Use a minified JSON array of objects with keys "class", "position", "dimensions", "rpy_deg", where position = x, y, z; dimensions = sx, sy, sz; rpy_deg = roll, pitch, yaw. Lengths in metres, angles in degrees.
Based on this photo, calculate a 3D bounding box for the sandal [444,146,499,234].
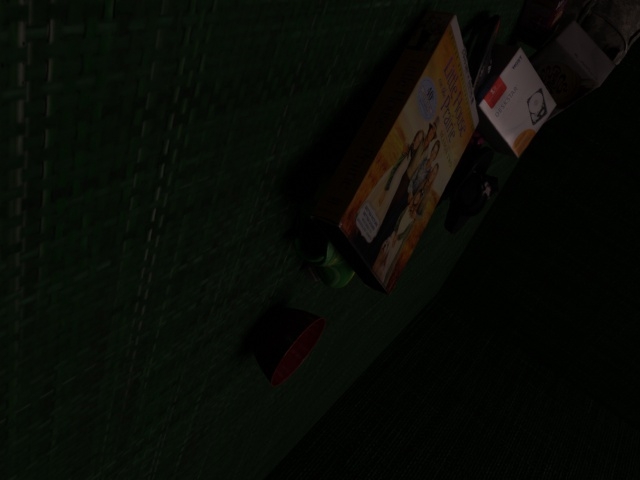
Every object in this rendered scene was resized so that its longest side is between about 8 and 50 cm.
[{"class":"sandal","position":[0.463,-0.133,1.711],"dimensions":[0.167,0.107,0.446],"rpy_deg":[-47,160,-10]}]

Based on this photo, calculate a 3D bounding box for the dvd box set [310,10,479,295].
[{"class":"dvd box set","position":[0.157,-0.141,1.039],"dimensions":[0.420,0.062,0.308],"rpy_deg":[-60,149,-14]}]

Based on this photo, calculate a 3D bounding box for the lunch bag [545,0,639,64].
[{"class":"lunch bag","position":[0.870,-0.688,1.788],"dimensions":[0.305,0.256,0.213],"rpy_deg":[-44,160,-28]}]

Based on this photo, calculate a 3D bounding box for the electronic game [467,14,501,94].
[{"class":"electronic game","position":[0.352,-0.382,1.282],"dimensions":[0.229,0.048,0.229],"rpy_deg":[20,90,-78]}]

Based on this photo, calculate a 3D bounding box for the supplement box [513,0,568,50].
[{"class":"supplement box","position":[0.577,-0.601,1.479],"dimensions":[0.104,0.080,0.188],"rpy_deg":[-48,161,-18]}]

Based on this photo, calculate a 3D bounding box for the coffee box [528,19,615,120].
[{"class":"coffee box","position":[0.625,-0.437,1.604],"dimensions":[0.119,0.168,0.297],"rpy_deg":[-45,-176,-28]}]

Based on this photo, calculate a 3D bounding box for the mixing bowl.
[{"class":"mixing bowl","position":[-0.081,0.212,1.248],"dimensions":[0.181,0.098,0.181],"rpy_deg":[-47,161,-21]}]

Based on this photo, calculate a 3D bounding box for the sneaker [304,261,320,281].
[{"class":"sneaker","position":[0.015,0.013,1.228],"dimensions":[0.152,0.053,0.061],"rpy_deg":[-58,177,20]}]

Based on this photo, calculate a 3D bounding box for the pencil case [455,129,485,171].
[{"class":"pencil case","position":[0.409,-0.298,1.596],"dimensions":[0.209,0.098,0.095],"rpy_deg":[-57,-153,7]}]

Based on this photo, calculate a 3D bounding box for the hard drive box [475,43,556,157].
[{"class":"hard drive box","position":[0.479,-0.355,1.487],"dimensions":[0.232,0.089,0.181],"rpy_deg":[35,90,-38]}]

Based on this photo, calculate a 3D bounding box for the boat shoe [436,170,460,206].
[{"class":"boat shoe","position":[0.382,-0.173,1.748],"dimensions":[0.109,0.089,0.258],"rpy_deg":[-46,161,-24]}]

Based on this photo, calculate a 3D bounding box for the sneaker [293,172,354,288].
[{"class":"sneaker","position":[0.000,0.000,1.079],"dimensions":[0.123,0.109,0.296],"rpy_deg":[-44,150,-25]}]
